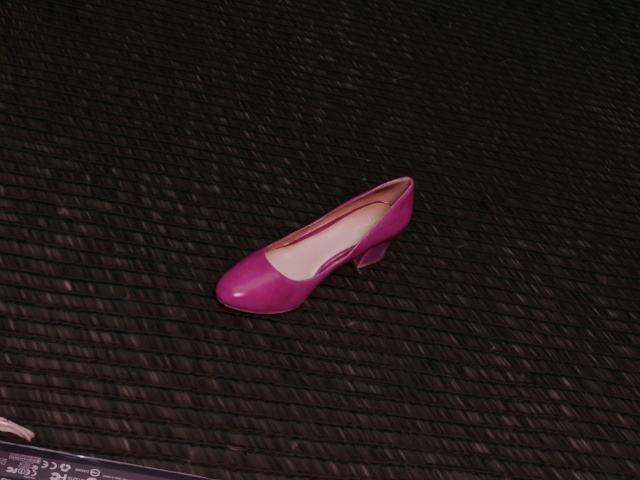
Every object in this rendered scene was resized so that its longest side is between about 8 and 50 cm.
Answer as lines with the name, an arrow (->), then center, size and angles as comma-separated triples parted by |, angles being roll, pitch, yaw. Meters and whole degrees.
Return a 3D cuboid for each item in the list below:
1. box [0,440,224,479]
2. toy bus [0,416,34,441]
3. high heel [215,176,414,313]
box -> -0.158, 0.283, 0.556 | 0.395, 0.097, 0.318 | 13, 30, -10
toy bus -> -0.315, 0.116, 0.547 | 0.202, 0.191, 0.104 | 23, 71, 8
high heel -> 0.000, 0.000, 0.937 | 0.244, 0.117, 0.082 | -14, 53, -33
